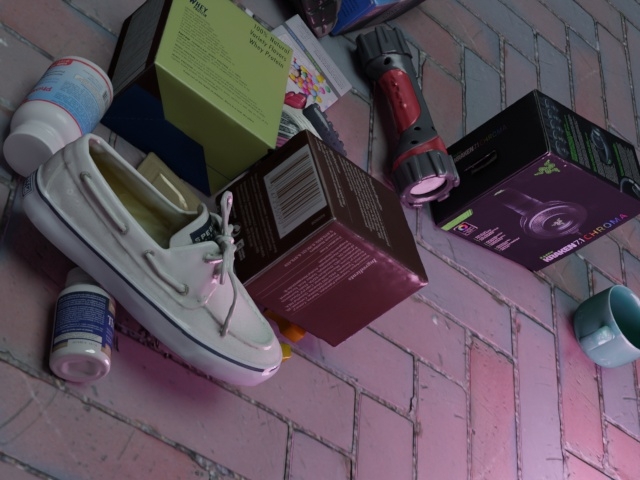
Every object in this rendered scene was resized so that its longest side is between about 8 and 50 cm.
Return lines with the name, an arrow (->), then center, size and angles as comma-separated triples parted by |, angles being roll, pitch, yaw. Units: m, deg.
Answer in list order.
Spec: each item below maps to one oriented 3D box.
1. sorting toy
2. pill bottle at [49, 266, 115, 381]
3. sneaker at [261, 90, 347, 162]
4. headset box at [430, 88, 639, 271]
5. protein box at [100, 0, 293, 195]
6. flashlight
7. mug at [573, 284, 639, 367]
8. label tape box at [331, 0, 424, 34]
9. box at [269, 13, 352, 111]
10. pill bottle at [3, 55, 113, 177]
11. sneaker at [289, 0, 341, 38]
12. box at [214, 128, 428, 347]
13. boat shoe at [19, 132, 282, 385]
sorting toy -> -0.150, 0.053, 1.682 | 0.307, 0.041, 0.229 | 46, 33, -14
pill bottle -> -0.262, 0.091, 1.491 | 0.067, 0.067, 0.120 | 28, 45, -34
sneaker -> 0.003, -0.060, 1.895 | 0.112, 0.121, 0.299 | -42, 99, -25
headset box -> 0.343, -0.094, 2.183 | 0.283, 0.246, 0.131 | 23, 47, -38
protein box -> -0.163, -0.209, 1.776 | 0.200, 0.136, 0.201 | 35, 42, -27
flashlight -> 0.129, -0.204, 2.152 | 0.103, 0.103, 0.304 | 70, 1, -65
mug -> 0.485, 0.149, 2.291 | 0.158, 0.097, 0.129 | 23, 48, -37
label tape box -> 0.078, -0.496, 2.300 | 0.240, 0.106, 0.334 | 59, 35, 2
box -> -0.043, -0.250, 2.032 | 0.145, 0.038, 0.186 | 53, 37, -5
pill bottle -> -0.313, -0.144, 1.594 | 0.087, 0.087, 0.160 | 44, 37, -18
sneaker -> -0.047, -0.448, 2.126 | 0.101, 0.106, 0.267 | -35, 114, -43
box -> 0.000, 0.000, 1.736 | 0.203, 0.167, 0.168 | 34, 28, -41
boat shoe -> -0.150, 0.010, 1.517 | 0.367, 0.156, 0.136 | 43, 24, -16
